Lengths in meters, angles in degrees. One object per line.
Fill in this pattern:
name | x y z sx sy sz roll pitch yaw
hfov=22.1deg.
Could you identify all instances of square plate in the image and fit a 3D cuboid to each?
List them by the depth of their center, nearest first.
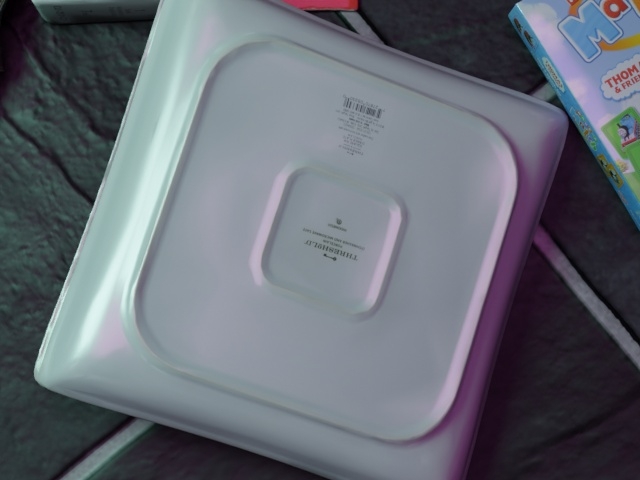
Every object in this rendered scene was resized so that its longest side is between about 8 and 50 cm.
square plate | 0.000 0.000 1.254 0.347 0.049 0.344 20 82 -13

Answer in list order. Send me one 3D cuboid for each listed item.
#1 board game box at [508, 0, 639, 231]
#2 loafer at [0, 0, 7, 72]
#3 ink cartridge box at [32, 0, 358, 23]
board game box | 0.274 -0.135 1.323 0.160 0.039 0.211 -30 83 -8
loafer | -0.279 -0.152 1.311 0.061 0.062 0.170 34 85 -19
ink cartridge box | -0.103 -0.331 1.333 0.261 0.066 0.296 -2 82 -1
